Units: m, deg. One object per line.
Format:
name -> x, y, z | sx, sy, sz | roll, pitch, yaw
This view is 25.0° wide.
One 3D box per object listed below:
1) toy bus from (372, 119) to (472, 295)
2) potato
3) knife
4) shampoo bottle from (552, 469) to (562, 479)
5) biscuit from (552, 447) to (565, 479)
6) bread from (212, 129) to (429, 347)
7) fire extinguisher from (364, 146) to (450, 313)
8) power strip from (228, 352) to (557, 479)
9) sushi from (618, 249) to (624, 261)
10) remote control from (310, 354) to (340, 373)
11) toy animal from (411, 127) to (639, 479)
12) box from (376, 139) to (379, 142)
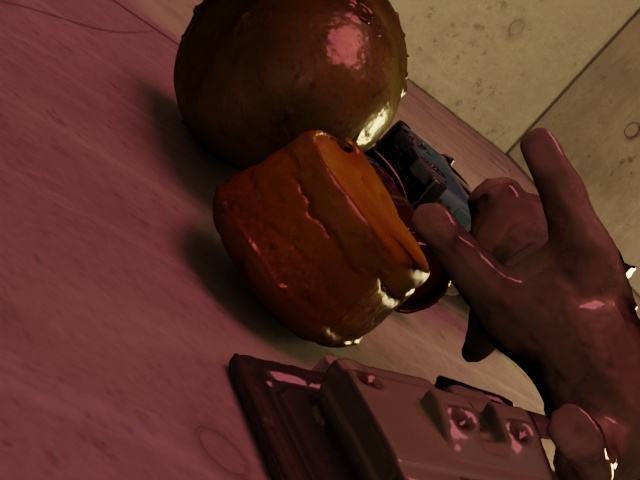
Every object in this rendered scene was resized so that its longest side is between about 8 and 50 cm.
toy bus -> 0.140, -0.042, 1.948 | 0.164, 0.133, 0.271 | 36, 14, -19
potato -> -0.019, -0.185, 1.561 | 0.219, 0.269, 0.359 | 55, -6, -20
knife -> 0.220, 0.188, 1.479 | 0.230, 0.028, 0.060 | 18, 17, -16
shampoo bottle -> 0.181, 0.227, 1.287 | 0.074, 0.074, 0.192 | 30, 18, -45
biscuit -> 0.351, 0.326, 1.471 | 0.289, 0.081, 0.334 | 38, 9, -9
bread -> 0.000, 0.000, 1.340 | 0.195, 0.142, 0.269 | 55, 10, 6
fire extinguisher -> 0.057, -0.033, 1.768 | 0.341, 0.105, 0.141 | -122, -162, -53
power strip -> 0.079, 0.161, 1.066 | 0.257, 0.092, 0.251 | 16, 29, -28
sushi -> 0.299, 0.053, 1.976 | 0.213, 0.200, 0.204 | 22, 12, 1
remote control -> 0.080, 0.193, 1.182 | 0.103, 0.034, 0.250 | 27, 20, -49
toy animal -> 0.236, 0.090, 1.367 | 0.344, 0.194, 0.303 | 61, 2, 18
box -> -0.030, -0.180, 1.997 | 0.201, 0.090, 0.144 | 48, 13, 24
